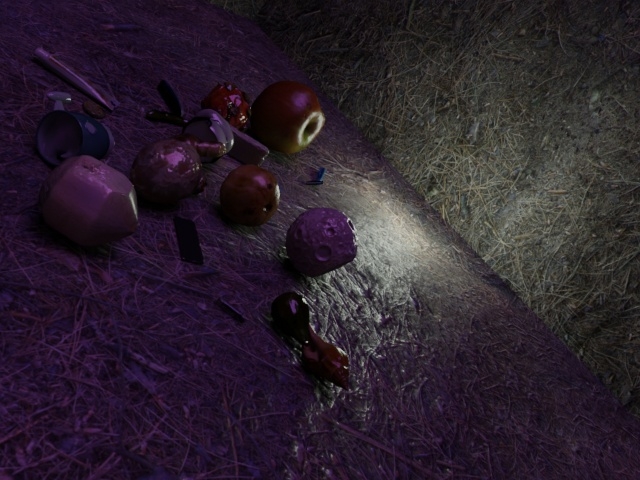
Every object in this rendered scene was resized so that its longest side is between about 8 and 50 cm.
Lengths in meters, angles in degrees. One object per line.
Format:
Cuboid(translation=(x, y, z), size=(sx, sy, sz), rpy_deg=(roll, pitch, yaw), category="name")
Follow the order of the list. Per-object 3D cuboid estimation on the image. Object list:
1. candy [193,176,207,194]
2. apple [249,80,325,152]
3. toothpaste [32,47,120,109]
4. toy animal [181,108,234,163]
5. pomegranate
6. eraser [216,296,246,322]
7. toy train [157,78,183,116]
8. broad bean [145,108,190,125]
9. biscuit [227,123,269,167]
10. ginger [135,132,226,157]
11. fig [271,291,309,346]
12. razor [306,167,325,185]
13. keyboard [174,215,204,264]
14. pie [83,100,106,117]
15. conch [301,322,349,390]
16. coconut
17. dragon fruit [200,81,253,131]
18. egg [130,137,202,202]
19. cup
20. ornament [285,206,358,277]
Cuboid(translation=(-0.484, -0.259, 1.961), size=(0.084, 0.078, 0.287), rpy_deg=(9, 31, -41), category="candy")
Cuboid(translation=(-0.160, -0.581, 2.590), size=(0.339, 0.339, 0.339), rpy_deg=(30, 27, -17), category="apple")
Cuboid(translation=(-0.865, -0.574, 1.971), size=(0.314, 0.058, 0.056), rpy_deg=(35, -18, -17), category="toothpaste")
Cuboid(translation=(-0.430, -0.405, 2.131), size=(0.187, 0.165, 0.235), rpy_deg=(62, 20, -20), category="toy animal")
Cuboid(translation=(-0.251, -0.159, 1.940), size=(0.215, 0.215, 0.215), rpy_deg=(30, 27, -17), category="pomegranate")
Cuboid(translation=(-0.251, 0.196, 1.561), size=(0.099, 0.027, 0.019), rpy_deg=(36, 33, -4), category="eraser")
Cuboid(translation=(-0.614, -0.584, 2.314), size=(0.051, 0.052, 0.234), rpy_deg=(11, 37, -53), category="toy train")
Cuboid(translation=(-0.593, -0.481, 2.190), size=(0.227, 0.039, 0.069), rpy_deg=(11, 43, -46), category="broad bean")
Cuboid(translation=(-0.338, -0.398, 2.310), size=(0.239, 0.108, 0.062), rpy_deg=(29, 25, -20), category="biscuit")
Cuboid(translation=(-0.485, -0.315, 1.920), size=(0.148, 0.081, 0.334), rpy_deg=(44, 41, 17), category="ginger")
Cuboid(translation=(-0.081, 0.241, 1.635), size=(0.117, 0.117, 0.177), rpy_deg=(10, 51, -45), category="fig")
Cuboid(translation=(-0.009, -0.304, 2.672), size=(0.082, 0.042, 0.253), rpy_deg=(-2, 24, 9), category="razor")
Cuboid(translation=(-0.405, -0.002, 1.694), size=(0.074, 0.015, 0.196), rpy_deg=(14, 35, -35), category="keyboard")
Cuboid(translation=(-0.783, -0.453, 1.918), size=(0.085, 0.017, 0.085), rpy_deg=(32, 26, -18), category="pie")
Cuboid(translation=(0.003, 0.332, 1.615), size=(0.330, 0.109, 0.093), rpy_deg=(42, -22, 57), category="conch")
Cuboid(translation=(-0.570, -0.094, 1.402), size=(0.234, 0.224, 0.224), rpy_deg=(24, 27, -2), category="coconut")
Cuboid(translation=(-0.398, -0.559, 2.376), size=(0.224, 0.224, 0.227), rpy_deg=(17, 32, -38), category="dragon fruit")
Cuboid(translation=(-0.481, -0.213, 1.726), size=(0.203, 0.203, 0.245), rpy_deg=(42, 43, 7), category="egg")
Cuboid(translation=(-0.702, -0.292, 1.615), size=(0.299, 0.167, 0.173), rpy_deg=(68, 18, 0), category="cup")
Cuboid(translation=(0.000, 0.000, 1.942), size=(0.259, 0.259, 0.225), rpy_deg=(-12, 77, -58), category="ornament")
